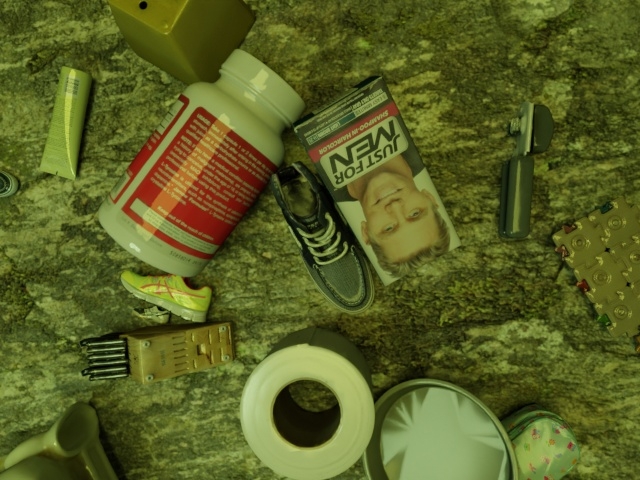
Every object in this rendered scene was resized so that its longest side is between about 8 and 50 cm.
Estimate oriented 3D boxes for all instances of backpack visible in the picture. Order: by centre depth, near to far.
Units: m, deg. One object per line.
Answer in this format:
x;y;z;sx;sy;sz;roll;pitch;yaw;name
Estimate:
0.403;0.409;0.811;0.182;0.115;0.152;-42;84;2;backpack

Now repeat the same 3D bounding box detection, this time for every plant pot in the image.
-0.293;-0.465;0.855;0.212;0.187;0.212;32;93;5;plant pot

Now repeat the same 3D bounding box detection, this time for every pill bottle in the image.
-0.218;-0.150;0.822;0.229;0.229;0.407;38;93;5;pill bottle

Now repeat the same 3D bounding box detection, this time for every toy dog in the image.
-0.620;0.574;0.777;0.408;0.395;0.284;-29;95;-4;toy dog

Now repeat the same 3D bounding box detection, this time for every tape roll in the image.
-0.018;0.308;0.826;0.246;0.169;0.246;0;90;5;tape roll

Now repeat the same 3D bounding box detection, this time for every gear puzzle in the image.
0.611;0.090;0.837;0.176;0.044;0.338;-31;89;3;gear puzzle

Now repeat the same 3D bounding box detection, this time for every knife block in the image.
-0.359;0.232;0.912;0.276;0.242;0.088;-4;90;-40;knife block

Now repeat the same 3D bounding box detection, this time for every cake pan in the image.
0.223;0.416;0.807;0.293;0.054;0.293;-7;76;28;cake pan

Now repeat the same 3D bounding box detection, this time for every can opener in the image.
0.411;-0.141;0.839;0.093;0.074;0.280;8;90;5;can opener

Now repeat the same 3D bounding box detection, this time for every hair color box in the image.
0.109;-0.105;0.787;0.174;0.105;0.347;-30;111;6;hair color box

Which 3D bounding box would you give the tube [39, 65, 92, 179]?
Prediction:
-0.572;-0.264;0.947;0.070;0.062;0.240;20;98;49;tube

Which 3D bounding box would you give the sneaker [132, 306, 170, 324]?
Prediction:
-0.374;0.160;0.934;0.083;0.032;0.036;15;77;1;sneaker

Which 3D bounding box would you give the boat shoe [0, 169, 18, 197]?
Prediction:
-0.794;-0.142;0.948;0.184;0.083;0.065;13;90;5;boat shoe

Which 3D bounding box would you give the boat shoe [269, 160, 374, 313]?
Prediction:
0.000;0.000;0.833;0.127;0.158;0.340;-31;86;4;boat shoe

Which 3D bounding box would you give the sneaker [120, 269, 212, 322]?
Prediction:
-0.328;0.101;0.910;0.209;0.081;0.094;23;81;1;sneaker
